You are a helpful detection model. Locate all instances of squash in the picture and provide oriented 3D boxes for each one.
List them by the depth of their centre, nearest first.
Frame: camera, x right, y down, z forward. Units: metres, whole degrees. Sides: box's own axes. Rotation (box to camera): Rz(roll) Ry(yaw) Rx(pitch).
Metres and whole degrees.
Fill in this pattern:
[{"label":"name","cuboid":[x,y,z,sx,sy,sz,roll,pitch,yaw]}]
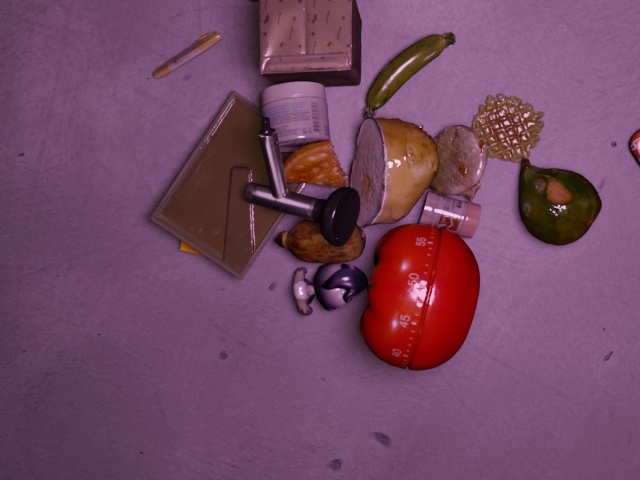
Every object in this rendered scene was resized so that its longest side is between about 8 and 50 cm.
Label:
[{"label":"squash","cuboid":[0.223,-0.460,1.397,0.318,0.080,0.071,-40,54,12]}]

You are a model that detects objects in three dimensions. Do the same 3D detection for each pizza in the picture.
[{"label":"pizza","cuboid":[-0.005,-0.202,1.433,0.201,0.193,0.053,-22,53,33]}]

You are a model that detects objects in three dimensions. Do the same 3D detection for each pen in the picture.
[{"label":"pen","cuboid":[-0.385,-0.534,1.492,0.234,0.032,0.040,-26,72,12]}]

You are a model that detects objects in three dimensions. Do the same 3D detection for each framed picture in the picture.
[{"label":"framed picture","cuboid":[-0.238,-0.155,1.497,0.326,0.028,0.446,35,93,-1]}]

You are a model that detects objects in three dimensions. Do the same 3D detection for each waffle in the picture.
[{"label":"waffle","cuboid":[0.503,-0.303,1.401,0.184,0.036,0.169,18,100,4]}]

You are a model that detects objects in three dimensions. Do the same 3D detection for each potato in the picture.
[{"label":"potato","cuboid":[0.203,-0.169,1.381,0.196,0.246,0.299,1,120,-16]}]

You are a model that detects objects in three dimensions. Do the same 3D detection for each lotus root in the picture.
[{"label":"lotus root","cuboid":[0.000,0.000,1.472,0.260,0.145,0.128,-1,65,7]}]

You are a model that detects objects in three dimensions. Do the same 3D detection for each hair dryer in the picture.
[{"label":"hair dryer","cuboid":[-0.072,-0.139,1.313,0.320,0.284,0.155,21,65,18]}]

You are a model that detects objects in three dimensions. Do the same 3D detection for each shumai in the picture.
[{"label":"shumai","cuboid":[0.382,-0.205,1.394,0.201,0.120,0.201,0,90,50]}]

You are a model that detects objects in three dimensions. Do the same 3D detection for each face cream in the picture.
[{"label":"face cream","cuboid":[-0.066,-0.324,1.384,0.177,0.177,0.152,-6,92,9]}]

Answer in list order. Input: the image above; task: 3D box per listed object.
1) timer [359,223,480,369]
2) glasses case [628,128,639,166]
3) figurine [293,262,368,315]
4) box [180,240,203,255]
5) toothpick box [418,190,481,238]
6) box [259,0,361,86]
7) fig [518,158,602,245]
[{"label":"timer","cuboid":[0.255,0.145,1.341,0.279,0.378,0.377,14,102,8]},{"label":"glasses case","cuboid":[0.910,-0.183,1.346,0.103,0.067,0.266,-37,93,14]},{"label":"figurine","cuboid":[0.027,0.126,1.498,0.222,0.145,0.145,-13,98,12]},{"label":"box","cuboid":[-0.324,-0.084,1.556,0.153,0.043,0.269,13,102,2]},{"label":"toothpick box","cuboid":[0.355,-0.071,1.431,0.149,0.098,0.098,16,102,6]},{"label":"box","cuboid":[-0.015,-0.496,1.307,0.225,0.297,0.190,1,100,8]},{"label":"fig","cuboid":[0.607,-0.112,1.365,0.195,0.195,0.244,-40,60,13]}]
